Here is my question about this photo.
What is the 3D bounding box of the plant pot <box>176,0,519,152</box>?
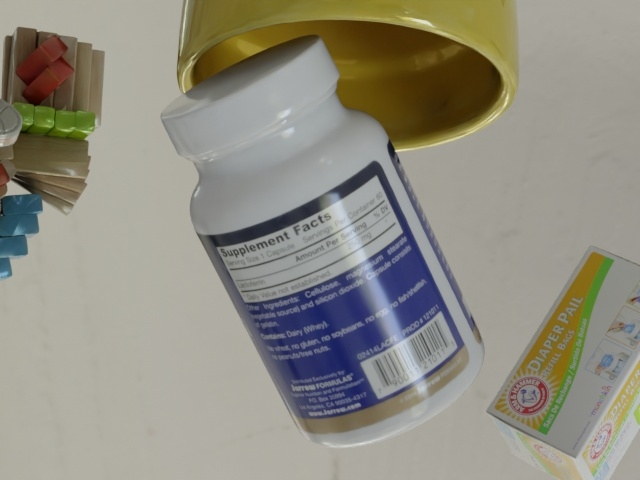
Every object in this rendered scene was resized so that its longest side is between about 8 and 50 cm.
[{"bbox_3d":[0.022,-0.219,1.053,0.254,0.254,0.239,-30,-125,57],"label":"plant pot"}]

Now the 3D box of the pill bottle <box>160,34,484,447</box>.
[{"bbox_3d":[0.000,0.000,0.977,0.153,0.153,0.265,0,-61,57],"label":"pill bottle"}]

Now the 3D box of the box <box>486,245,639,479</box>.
[{"bbox_3d":[0.266,0.128,1.343,0.103,0.203,0.114,25,-16,33],"label":"box"}]

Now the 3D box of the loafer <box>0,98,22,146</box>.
[{"bbox_3d":[-0.270,-0.084,0.954,0.039,0.125,0.045,111,-12,-48],"label":"loafer"}]

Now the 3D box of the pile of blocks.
[{"bbox_3d":[-0.311,-0.058,1.381,0.362,0.149,0.112,-64,-163,-15],"label":"pile of blocks"}]
